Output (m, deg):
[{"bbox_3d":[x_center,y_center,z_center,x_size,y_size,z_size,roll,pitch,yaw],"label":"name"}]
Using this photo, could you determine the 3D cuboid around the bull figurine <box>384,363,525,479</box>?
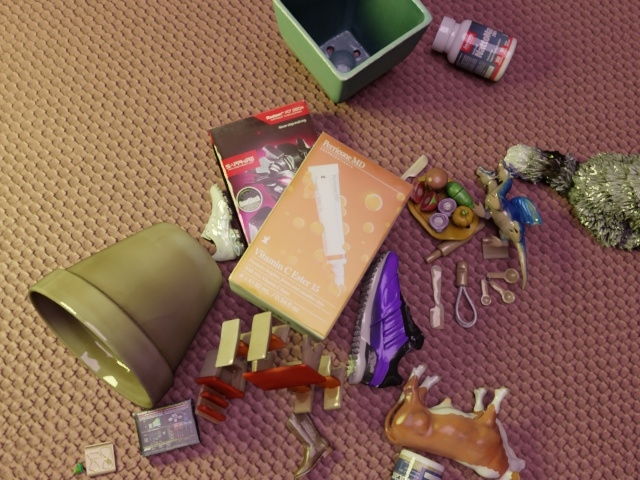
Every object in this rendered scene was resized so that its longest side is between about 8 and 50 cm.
[{"bbox_3d":[0.292,0.383,1.424,0.310,0.101,0.188,17,70,-3],"label":"bull figurine"}]

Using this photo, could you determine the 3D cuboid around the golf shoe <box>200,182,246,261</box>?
[{"bbox_3d":[-0.227,-0.038,1.516,0.086,0.069,0.176,-18,77,-2],"label":"golf shoe"}]

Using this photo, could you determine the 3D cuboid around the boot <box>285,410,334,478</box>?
[{"bbox_3d":[-0.044,0.417,1.426,0.106,0.037,0.114,-35,84,-24],"label":"boot"}]

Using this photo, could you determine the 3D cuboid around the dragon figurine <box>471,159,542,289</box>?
[{"bbox_3d":[0.426,-0.046,1.527,0.144,0.085,0.289,-22,79,-43],"label":"dragon figurine"}]

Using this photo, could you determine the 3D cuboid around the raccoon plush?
[{"bbox_3d":[0.638,-0.121,1.466,0.446,0.299,0.216,9,76,-1],"label":"raccoon plush"}]

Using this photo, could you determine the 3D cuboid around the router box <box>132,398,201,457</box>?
[{"bbox_3d":[-0.314,0.384,1.417,0.122,0.038,0.092,-13,78,-7],"label":"router box"}]

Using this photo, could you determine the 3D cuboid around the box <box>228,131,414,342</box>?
[{"bbox_3d":[0.000,0.000,1.373,0.215,0.168,0.345,31,77,2],"label":"box"}]

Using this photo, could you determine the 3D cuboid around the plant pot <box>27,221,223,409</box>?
[{"bbox_3d":[-0.356,0.120,1.369,0.323,0.323,0.280,38,60,6],"label":"plant pot"}]

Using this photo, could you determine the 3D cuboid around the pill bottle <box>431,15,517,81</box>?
[{"bbox_3d":[0.359,-0.458,1.632,0.180,0.108,0.108,22,76,3],"label":"pill bottle"}]

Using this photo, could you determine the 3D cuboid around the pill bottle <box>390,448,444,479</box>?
[{"bbox_3d":[0.178,0.516,1.385,0.094,0.094,0.169,23,76,2],"label":"pill bottle"}]

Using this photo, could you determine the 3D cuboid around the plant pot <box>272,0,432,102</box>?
[{"bbox_3d":[0.058,-0.449,1.537,0.247,0.252,0.248,-36,81,-12],"label":"plant pot"}]

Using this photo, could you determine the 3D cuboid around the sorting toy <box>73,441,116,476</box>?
[{"bbox_3d":[-0.462,0.447,1.406,0.083,0.012,0.062,-9,82,-9],"label":"sorting toy"}]

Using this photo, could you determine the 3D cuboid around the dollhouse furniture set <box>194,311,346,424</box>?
[{"bbox_3d":[-0.115,0.274,1.353,0.259,0.262,0.135,-15,51,31],"label":"dollhouse furniture set"}]

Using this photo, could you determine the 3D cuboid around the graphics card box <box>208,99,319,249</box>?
[{"bbox_3d":[-0.083,-0.106,1.525,0.232,0.094,0.371,-17,79,-8],"label":"graphics card box"}]

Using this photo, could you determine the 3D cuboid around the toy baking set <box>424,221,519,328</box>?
[{"bbox_3d":[0.328,0.080,1.536,0.256,0.030,0.197,-27,79,-10],"label":"toy baking set"}]

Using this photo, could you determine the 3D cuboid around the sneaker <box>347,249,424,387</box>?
[{"bbox_3d":[0.153,0.173,1.474,0.146,0.102,0.293,13,80,-4],"label":"sneaker"}]

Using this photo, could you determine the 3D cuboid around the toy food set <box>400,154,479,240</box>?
[{"bbox_3d":[0.262,-0.098,1.540,0.128,0.071,0.218,-38,72,-10],"label":"toy food set"}]
